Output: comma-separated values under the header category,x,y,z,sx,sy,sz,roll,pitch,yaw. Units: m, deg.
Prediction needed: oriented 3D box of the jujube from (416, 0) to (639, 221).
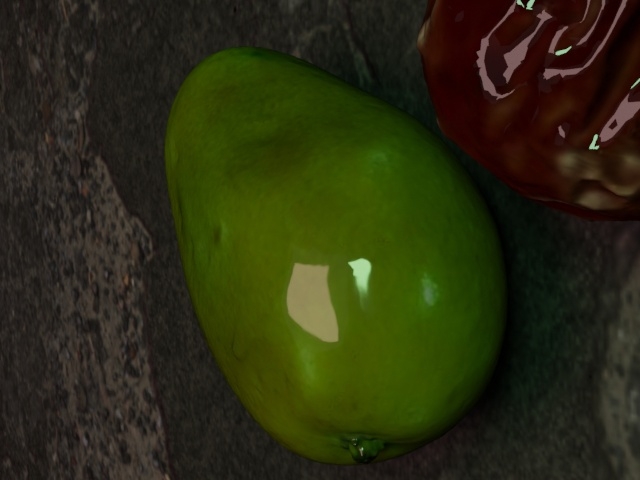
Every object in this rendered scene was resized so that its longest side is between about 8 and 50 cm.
category,x,y,z,sx,sy,sz,roll,pitch,yaw
jujube,0.132,-0.122,0.546,0.155,0.155,0.230,44,124,45

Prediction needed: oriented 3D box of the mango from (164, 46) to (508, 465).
category,x,y,z,sx,sy,sz,roll,pitch,yaw
mango,0.001,0.009,0.768,0.273,0.149,0.185,44,137,53
